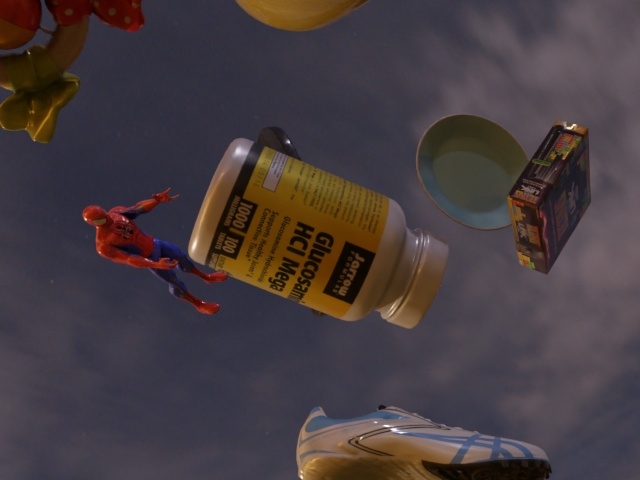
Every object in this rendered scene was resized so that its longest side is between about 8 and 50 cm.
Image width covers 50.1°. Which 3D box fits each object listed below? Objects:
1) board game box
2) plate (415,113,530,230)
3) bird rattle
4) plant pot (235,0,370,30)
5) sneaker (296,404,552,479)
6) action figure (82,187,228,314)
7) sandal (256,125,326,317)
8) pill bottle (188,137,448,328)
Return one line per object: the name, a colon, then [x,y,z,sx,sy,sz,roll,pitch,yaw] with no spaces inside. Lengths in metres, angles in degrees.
board game box: [0.320,-0.056,0.946,0.141,0.048,0.170,-55,-36,-17]
plate: [0.224,-0.099,1.003,0.188,0.188,0.024,-6,-19,-16]
bird rattle: [-0.317,-0.243,0.759,0.206,0.143,0.253,18,-56,-42]
plant pot: [-0.007,-0.159,0.327,0.134,0.134,0.095,-7,-23,-15]
sneaker: [0.096,0.194,0.641,0.237,0.086,0.085,4,-45,-1]
action figure: [-0.219,0.017,1.019,0.139,0.092,0.280,-11,-33,34]
sandal: [-0.074,-0.056,1.277,0.106,0.446,0.168,-8,-40,-18]
pill bottle: [0.000,0.000,0.968,0.333,0.188,0.188,22,-63,-5]
